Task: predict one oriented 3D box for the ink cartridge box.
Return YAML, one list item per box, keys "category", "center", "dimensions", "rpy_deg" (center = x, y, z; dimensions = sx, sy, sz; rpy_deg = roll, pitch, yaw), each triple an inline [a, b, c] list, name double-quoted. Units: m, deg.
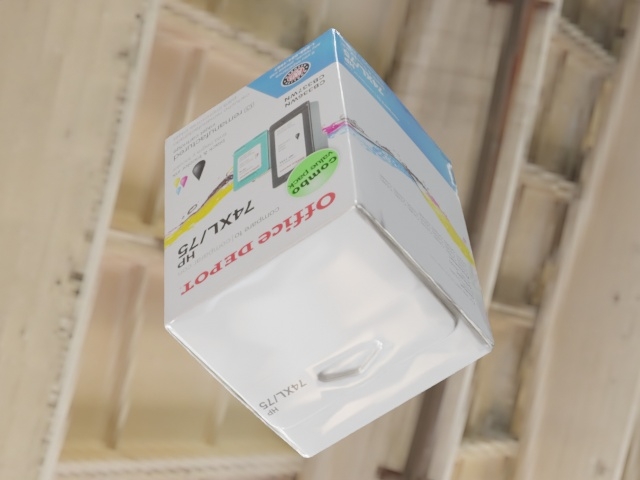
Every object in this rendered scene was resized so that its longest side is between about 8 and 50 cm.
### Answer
- category: "ink cartridge box"
  center: [0.000, 0.000, 1.437]
  dimensions: [0.197, 0.198, 0.270]
  rpy_deg: [46, -159, -31]
